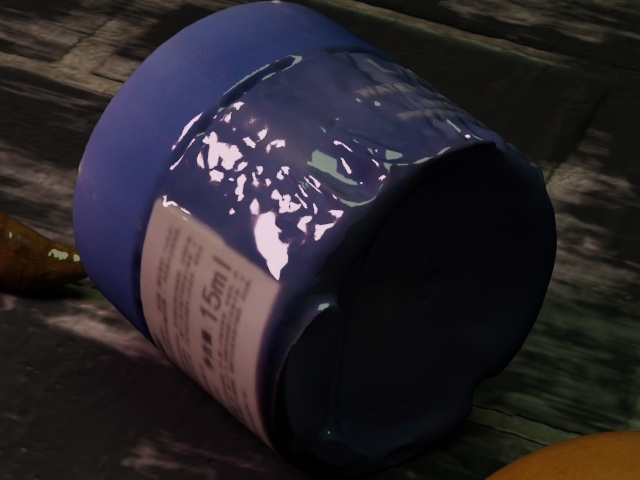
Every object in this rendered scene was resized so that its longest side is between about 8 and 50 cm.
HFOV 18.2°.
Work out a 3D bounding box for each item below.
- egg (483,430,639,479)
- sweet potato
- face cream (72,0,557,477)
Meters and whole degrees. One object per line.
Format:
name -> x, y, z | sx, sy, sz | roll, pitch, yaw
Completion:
egg -> 0.144, 0.231, 0.905 | 0.250, 0.250, 0.322 | 11, 37, 4
sweet potato -> -0.283, -0.008, 1.410 | 0.243, 0.077, 0.077 | 10, 28, -13
face cream -> 0.000, 0.000, 1.291 | 0.249, 0.249, 0.225 | -15, 40, -37
